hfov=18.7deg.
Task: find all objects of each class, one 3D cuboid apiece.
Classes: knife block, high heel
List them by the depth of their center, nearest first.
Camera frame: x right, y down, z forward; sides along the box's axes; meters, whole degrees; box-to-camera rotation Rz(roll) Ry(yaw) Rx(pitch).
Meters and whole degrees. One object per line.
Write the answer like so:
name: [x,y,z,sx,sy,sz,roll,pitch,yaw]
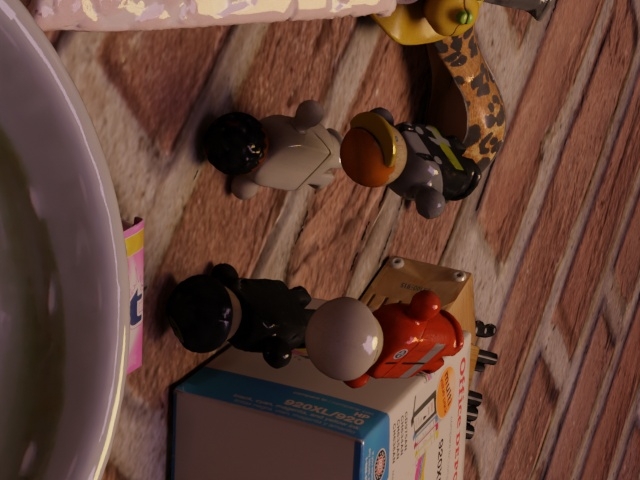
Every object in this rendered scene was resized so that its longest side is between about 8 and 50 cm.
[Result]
high heel: [0.094,-0.146,1.798,0.186,0.093,0.261,6,115,-40]
knife block: [0.088,0.151,1.878,0.275,0.088,0.242,-53,147,-45]

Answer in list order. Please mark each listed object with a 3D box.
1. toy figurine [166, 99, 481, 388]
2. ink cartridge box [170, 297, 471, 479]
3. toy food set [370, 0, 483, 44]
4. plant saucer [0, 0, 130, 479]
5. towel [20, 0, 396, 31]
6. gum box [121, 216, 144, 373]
toy figurine: [0.000,0.000,1.449,0.148,0.213,0.209,5,94,-51]
ink cartridge box: [0.004,0.172,1.591,0.233,0.168,0.171,-37,134,-58]
toy food set: [0.104,-0.262,1.642,0.128,0.071,0.217,-11,117,-21]
plant saucer: [-0.268,0.026,0.862,0.400,0.101,0.400,6,81,-43]
towel: [-0.050,-0.294,1.201,0.317,0.053,0.331,-10,117,-40]
gum box: [-0.180,0.053,1.237,0.188,0.062,0.107,-33,132,-59]
